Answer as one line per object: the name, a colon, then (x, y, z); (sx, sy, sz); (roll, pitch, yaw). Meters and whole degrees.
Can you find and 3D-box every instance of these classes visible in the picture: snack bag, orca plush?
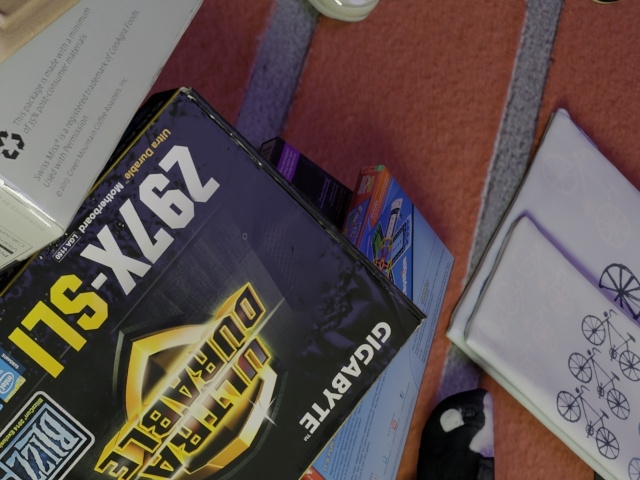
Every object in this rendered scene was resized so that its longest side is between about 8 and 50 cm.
snack bag: (0.302, 0.074, 1.533); (0.323, 0.037, 0.342); (42, 51, -14)
orca plush: (0.097, 0.268, 1.292); (0.151, 0.102, 0.287); (56, 34, -79)

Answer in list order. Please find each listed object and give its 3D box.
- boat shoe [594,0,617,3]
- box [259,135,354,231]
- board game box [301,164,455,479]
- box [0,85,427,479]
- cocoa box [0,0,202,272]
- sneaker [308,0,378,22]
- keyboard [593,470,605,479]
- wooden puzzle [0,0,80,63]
boat shoe: (0.307, -0.300, 1.694); (0.133, 0.042, 0.049); (13, 63, -38)
box: (0.000, 0.000, 1.323); (0.162, 0.029, 0.116); (35, 55, -28)
board game box: (0.043, 0.090, 1.281); (0.145, 0.027, 0.281); (51, 46, -41)
box: (-0.116, 0.092, 1.074); (0.257, 0.079, 0.322); (44, 76, -17)
cocoa box: (-0.242, -0.161, 1.039); (0.231, 0.228, 0.347); (39, 52, -21)
sneaker: (0.035, -0.347, 1.381); (0.110, 0.118, 0.292); (2, 95, -22)
keyboard: (0.311, 0.266, 1.495); (0.108, 0.023, 0.180); (26, 59, -31)
wooden puzzle: (-0.207, -0.241, 0.922); (0.221, 0.044, 0.239); (51, 54, -12)
